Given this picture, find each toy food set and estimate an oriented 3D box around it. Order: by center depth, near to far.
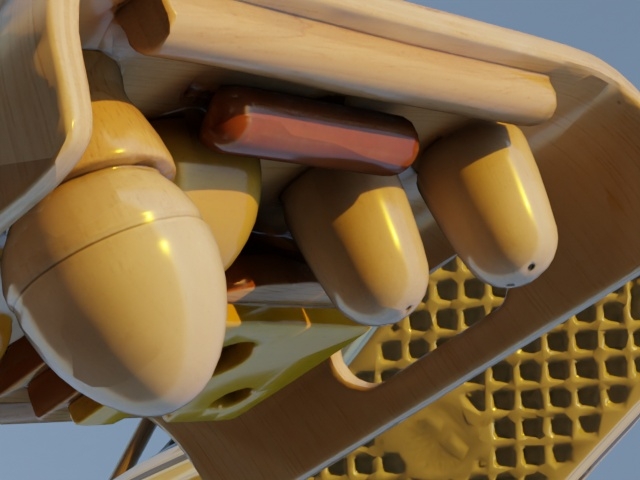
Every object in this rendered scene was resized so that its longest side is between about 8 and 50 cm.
[{"bbox_3d":[-0.042,0.030,0.534,0.219,0.306,0.092,-35,-112,28],"label":"toy food set"}]

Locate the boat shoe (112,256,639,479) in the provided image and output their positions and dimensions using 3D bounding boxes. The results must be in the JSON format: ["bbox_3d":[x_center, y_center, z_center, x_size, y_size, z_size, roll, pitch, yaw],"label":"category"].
[{"bbox_3d":[0.007,0.130,0.960,0.187,0.156,0.500,44,-87,0],"label":"boat shoe"}]

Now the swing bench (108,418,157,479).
[{"bbox_3d":[-0.056,0.276,1.376,0.254,0.165,0.253,32,-84,41],"label":"swing bench"}]
